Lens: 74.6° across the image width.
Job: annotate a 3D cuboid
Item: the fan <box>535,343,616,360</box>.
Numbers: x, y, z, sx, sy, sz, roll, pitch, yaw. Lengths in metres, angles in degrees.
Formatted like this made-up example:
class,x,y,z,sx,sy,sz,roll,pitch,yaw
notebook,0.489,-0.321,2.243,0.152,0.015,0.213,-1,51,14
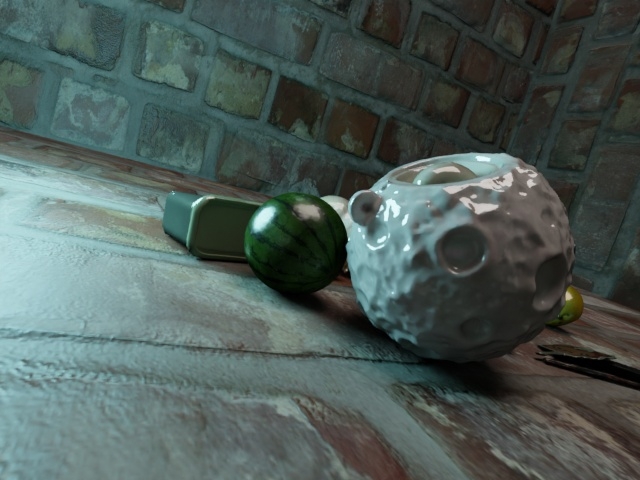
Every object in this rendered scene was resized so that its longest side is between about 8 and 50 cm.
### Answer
class,x,y,z,sx,sy,sz,roll,pitch,yaw
fan,0.513,0.233,0.876,0.219,0.009,0.132,7,-3,-34

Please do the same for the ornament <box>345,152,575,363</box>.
class,x,y,z,sx,sy,sz,roll,pitch,yaw
ornament,0.208,0.029,0.664,0.336,0.338,0.337,16,8,-2

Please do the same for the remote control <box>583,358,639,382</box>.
class,x,y,z,sx,sy,sz,roll,pitch,yaw
remote control,0.687,0.289,0.881,0.245,0.025,0.063,18,7,13

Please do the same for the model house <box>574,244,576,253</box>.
class,x,y,z,sx,sy,sz,roll,pitch,yaw
model house,0.700,0.059,1.335,0.182,0.167,0.172,20,49,40

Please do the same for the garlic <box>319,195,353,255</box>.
class,x,y,z,sx,sy,sz,roll,pitch,yaw
garlic,0.053,-0.020,1.151,0.280,0.185,0.203,18,-8,12

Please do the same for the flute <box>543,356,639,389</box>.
class,x,y,z,sx,sy,sz,roll,pitch,yaw
flute,0.562,0.268,0.818,0.269,0.014,0.014,16,8,-3

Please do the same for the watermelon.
class,x,y,z,sx,sy,sz,roll,pitch,yaw
watermelon,-0.053,-0.001,0.766,0.214,0.188,0.188,38,18,29

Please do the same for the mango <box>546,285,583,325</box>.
class,x,y,z,sx,sy,sz,roll,pitch,yaw
mango,0.663,0.180,1.220,0.098,0.137,0.195,59,-5,-12

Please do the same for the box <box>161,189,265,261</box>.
class,x,y,z,sx,sy,sz,roll,pitch,yaw
box,-0.201,-0.038,0.945,0.274,0.139,0.178,9,7,-45

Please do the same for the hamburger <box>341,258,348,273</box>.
class,x,y,z,sx,sy,sz,roll,pitch,yaw
hamburger,0.003,0.000,0.991,0.176,0.087,0.102,48,-16,23
